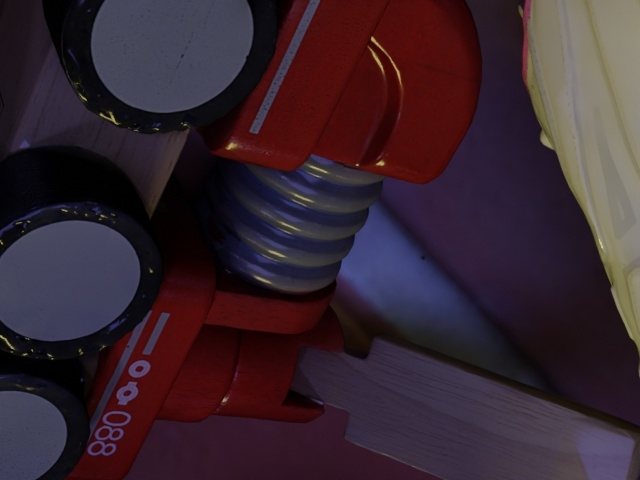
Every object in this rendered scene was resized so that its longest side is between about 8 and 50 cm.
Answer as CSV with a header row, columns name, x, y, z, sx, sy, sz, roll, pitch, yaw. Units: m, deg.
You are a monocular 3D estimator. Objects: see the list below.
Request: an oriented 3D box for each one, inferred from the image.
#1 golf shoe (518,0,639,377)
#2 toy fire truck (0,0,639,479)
name,x,y,z,sx,sy,sz,roll,pitch,yaw
golf shoe,0.128,-0.015,0.379,0.115,0.140,0.306,-24,125,-19
toy fire truck,0.000,0.000,0.421,0.246,0.158,0.217,12,119,-32
